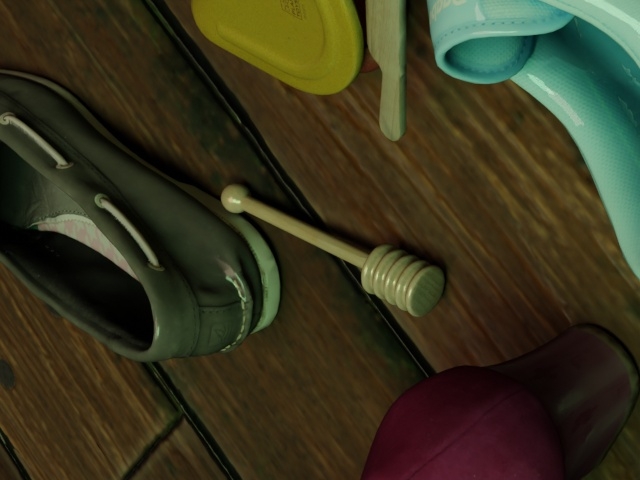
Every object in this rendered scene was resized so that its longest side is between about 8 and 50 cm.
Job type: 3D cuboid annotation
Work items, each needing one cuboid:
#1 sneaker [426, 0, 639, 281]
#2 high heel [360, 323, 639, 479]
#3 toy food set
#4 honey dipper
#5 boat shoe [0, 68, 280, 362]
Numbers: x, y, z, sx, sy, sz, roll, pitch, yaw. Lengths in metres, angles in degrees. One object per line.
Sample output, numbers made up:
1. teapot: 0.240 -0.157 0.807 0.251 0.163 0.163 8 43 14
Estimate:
1. sneaker: 0.094 -0.146 0.691 0.366 0.150 0.135 57 160 10
2. high heel: 0.036 0.208 0.894 0.127 0.181 0.377 36 128 29
3. toy food set: -0.010 -0.148 0.883 0.218 0.071 0.128 33 151 33
4. honey dipper: 0.000 0.000 0.953 0.161 0.030 0.030 25 123 37
5. boat shoe: -0.172 -0.022 1.062 0.335 0.095 0.112 28 124 33
